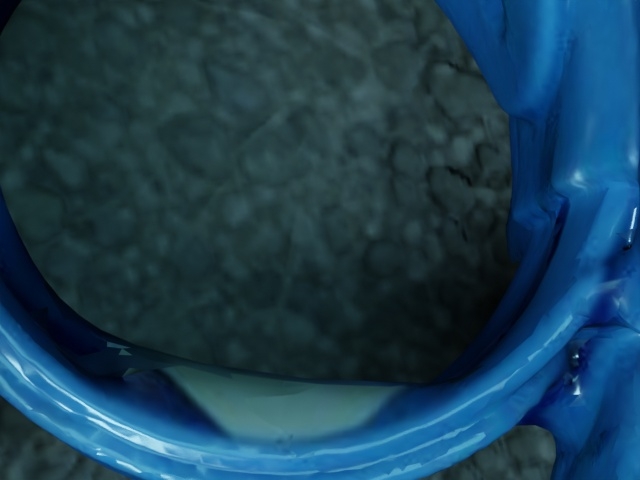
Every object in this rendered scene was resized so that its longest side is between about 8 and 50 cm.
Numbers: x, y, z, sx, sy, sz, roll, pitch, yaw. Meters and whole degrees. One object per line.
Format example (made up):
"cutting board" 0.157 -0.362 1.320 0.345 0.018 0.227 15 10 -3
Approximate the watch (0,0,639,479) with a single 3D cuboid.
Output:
"watch" 0.000 0.000 0.612 0.274 0.241 0.305 5 79 -5
